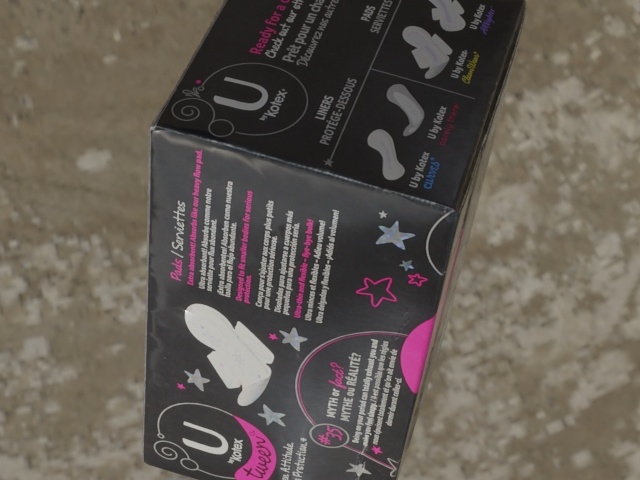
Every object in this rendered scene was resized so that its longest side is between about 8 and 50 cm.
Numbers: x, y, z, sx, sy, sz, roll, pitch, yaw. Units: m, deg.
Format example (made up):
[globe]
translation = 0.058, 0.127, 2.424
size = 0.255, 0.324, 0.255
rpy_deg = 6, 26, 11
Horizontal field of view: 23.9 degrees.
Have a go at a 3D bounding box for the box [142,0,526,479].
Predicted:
[box]
translation = 0.000, 0.000, 0.764
size = 0.142, 0.163, 0.247
rpy_deg = 16, 137, 7
